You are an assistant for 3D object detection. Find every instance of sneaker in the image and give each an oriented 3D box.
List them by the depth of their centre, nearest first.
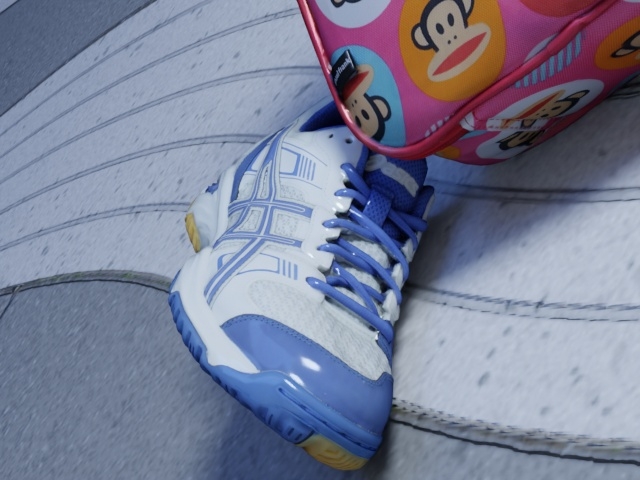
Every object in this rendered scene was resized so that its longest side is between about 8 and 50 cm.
[{"bbox_3d":[0.000,0.000,0.836,0.131,0.112,0.296,-45,24,13],"label":"sneaker"}]

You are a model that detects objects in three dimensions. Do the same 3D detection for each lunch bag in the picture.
[{"bbox_3d":[0.104,-0.201,0.781,0.293,0.120,0.258,-34,67,36],"label":"lunch bag"}]
